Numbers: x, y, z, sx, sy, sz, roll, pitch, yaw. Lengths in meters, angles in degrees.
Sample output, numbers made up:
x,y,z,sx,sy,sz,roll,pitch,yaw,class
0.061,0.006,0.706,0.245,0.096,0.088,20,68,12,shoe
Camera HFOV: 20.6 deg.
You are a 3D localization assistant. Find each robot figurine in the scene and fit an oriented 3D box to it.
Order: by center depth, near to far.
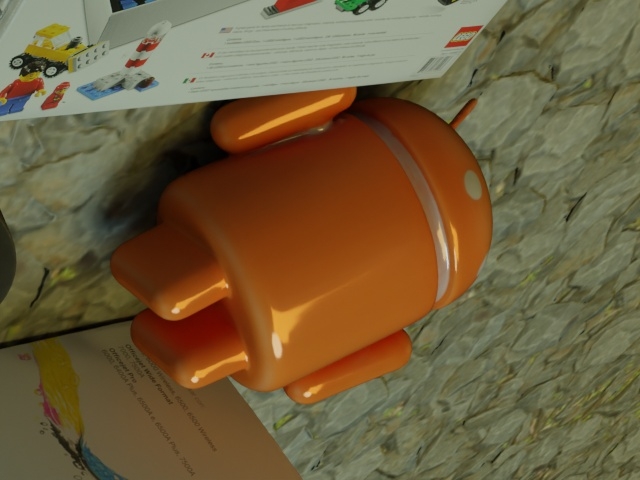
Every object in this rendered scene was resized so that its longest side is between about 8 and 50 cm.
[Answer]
x,y,z,sx,sy,sz,roll,pitch,yaw,class
0.000,-0.002,0.948,0.219,0.158,0.128,-25,171,-22,robot figurine

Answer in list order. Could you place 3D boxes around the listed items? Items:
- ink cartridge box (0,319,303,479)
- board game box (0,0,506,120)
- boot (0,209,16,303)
x,y,z,sx,sy,sz,roll,pitch,yaw,class
-0.152,0.171,0.979,0.232,0.168,0.171,-12,141,-40,ink cartridge box
-0.012,-0.138,0.780,0.305,0.053,0.193,-9,152,-41,board game box
-0.229,-0.082,0.618,0.112,0.115,0.305,-34,133,4,boot
